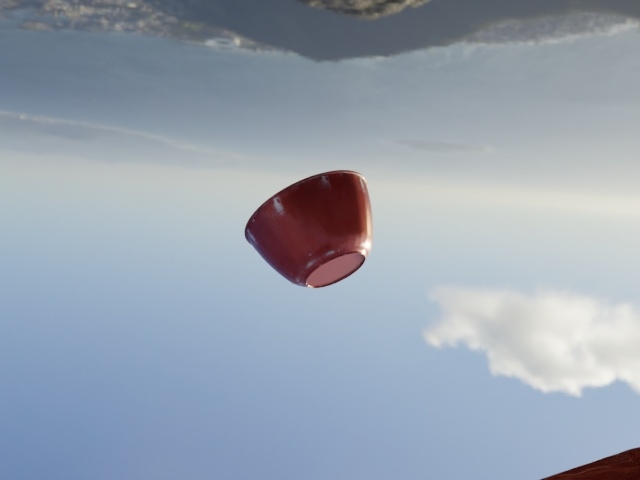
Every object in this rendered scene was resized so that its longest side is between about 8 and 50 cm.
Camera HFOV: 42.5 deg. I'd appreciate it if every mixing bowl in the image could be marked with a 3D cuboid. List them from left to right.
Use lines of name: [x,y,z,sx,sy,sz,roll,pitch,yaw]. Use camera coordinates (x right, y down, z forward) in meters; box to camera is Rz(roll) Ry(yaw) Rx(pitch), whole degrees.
mixing bowl: [0.000,0.000,1.087,0.181,0.098,0.181,-21,157,-9]

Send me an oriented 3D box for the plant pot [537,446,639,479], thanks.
plant pot: [0.168,0.344,0.538,0.267,0.267,0.236,-19,-162,3]
